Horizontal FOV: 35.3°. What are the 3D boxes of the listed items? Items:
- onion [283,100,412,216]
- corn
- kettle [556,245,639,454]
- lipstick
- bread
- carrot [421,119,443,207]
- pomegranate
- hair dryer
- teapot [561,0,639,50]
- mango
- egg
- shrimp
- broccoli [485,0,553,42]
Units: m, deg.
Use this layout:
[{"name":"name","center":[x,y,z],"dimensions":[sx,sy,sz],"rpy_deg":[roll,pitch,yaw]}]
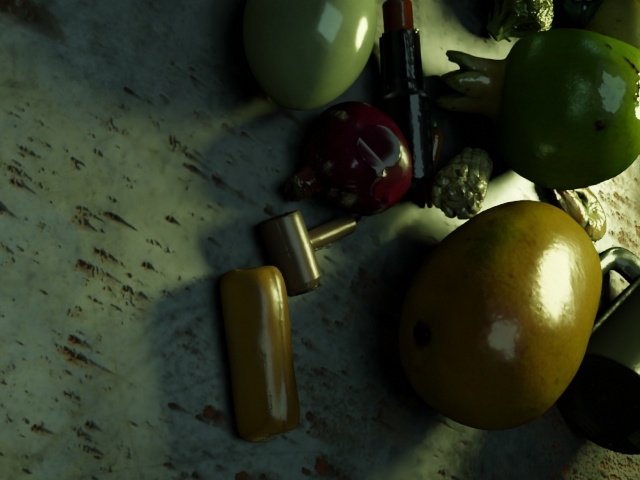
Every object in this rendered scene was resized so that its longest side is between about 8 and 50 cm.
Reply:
[{"name":"onion","center":[0.043,-0.111,1.451],"dimensions":[0.198,0.135,0.173],"rpy_deg":[-32,95,-32]},{"name":"corn","center":[0.223,-0.095,1.583],"dimensions":[0.087,0.087,0.211],"rpy_deg":[61,20,-11]},{"name":"kettle","center":[0.540,0.185,1.757],"dimensions":[0.308,0.262,0.203],"rpy_deg":[-39,141,-37]},{"name":"lipstick","center":[0.129,-0.229,1.566],"dimensions":[0.081,0.081,0.299],"rpy_deg":[-1,84,-36]},{"name":"bread","center":[-0.077,0.153,1.359],"dimensions":[0.093,0.074,0.239],"rpy_deg":[-4,85,-41]},{"name":"carrot","center":[0.176,-0.123,1.614],"dimensions":[0.035,0.035,0.142],"rpy_deg":[10,84,-34]},{"name":"pomegranate","center":[0.362,-0.196,1.625],"dimensions":[0.359,0.310,0.216],"rpy_deg":[8,79,-1]},{"name":"hair dryer","center":[0.000,0.000,1.451],"dimensions":[0.182,0.064,0.117],"rpy_deg":[-24,98,-41]},{"name":"teapot","center":[0.543,-0.345,1.845],"dimensions":[0.183,0.173,0.269],"rpy_deg":[-34,90,-5]},{"name":"mango","center":[0.294,0.101,1.545],"dimensions":[0.446,0.232,0.300],"rpy_deg":[-35,100,-41]},{"name":"egg","center":[-0.015,-0.301,1.407],"dimensions":[0.187,0.187,0.253],"rpy_deg":[22,67,-31]},{"name":"shrimp","center":[0.461,-0.073,1.804],"dimensions":[0.180,0.041,0.099],"rpy_deg":[44,59,-21]},{"name":"broccoli","center":[0.341,-0.394,1.732],"dimensions":[0.120,0.130,0.131],"rpy_deg":[-43,148,9]}]
